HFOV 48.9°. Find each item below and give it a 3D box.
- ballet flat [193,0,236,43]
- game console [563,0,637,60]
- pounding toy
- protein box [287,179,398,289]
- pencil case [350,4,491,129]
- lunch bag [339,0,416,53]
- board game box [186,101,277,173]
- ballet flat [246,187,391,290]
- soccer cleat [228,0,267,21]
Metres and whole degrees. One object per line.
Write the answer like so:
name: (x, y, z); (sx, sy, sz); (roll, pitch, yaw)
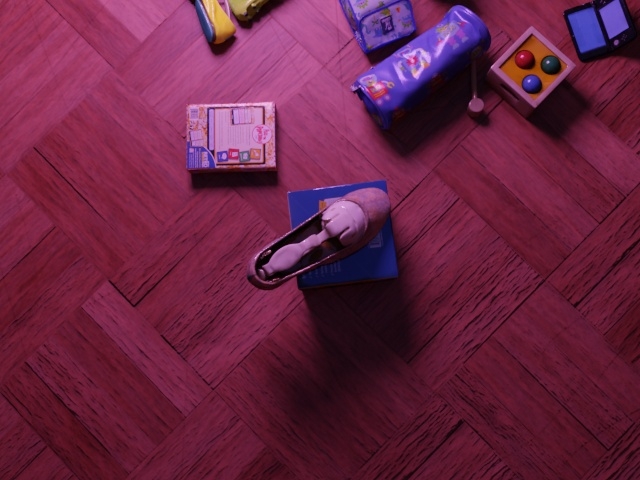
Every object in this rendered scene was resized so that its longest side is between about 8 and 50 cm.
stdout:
ballet flat: (-0.254, -0.544, 1.557); (0.077, 0.077, 0.231); (-24, 86, -22)
game console: (0.599, -0.465, 1.510); (0.071, 0.107, 0.122); (-14, 84, -28)
pounding toy: (0.396, -0.347, 1.492); (0.181, 0.094, 0.206); (44, 87, 6)
protein box: (0.045, -0.006, 1.451); (0.201, 0.136, 0.200); (-7, 84, 2)
pencil case: (0.209, -0.369, 1.491); (0.306, 0.119, 0.133); (-37, 63, -1)
lunch bag: (0.124, -0.498, 1.524); (0.128, 0.096, 0.151); (-24, 98, -3)
board game box: (-0.192, -0.223, 1.528); (0.193, 0.045, 0.147); (-1, 84, 2)
ballet flat: (0.000, 0.000, 1.330); (0.316, 0.106, 0.108); (-34, 85, -1)
soccer cleat: (-0.124, -0.559, 1.555); (0.179, 0.060, 0.072); (-37, 71, -1)
